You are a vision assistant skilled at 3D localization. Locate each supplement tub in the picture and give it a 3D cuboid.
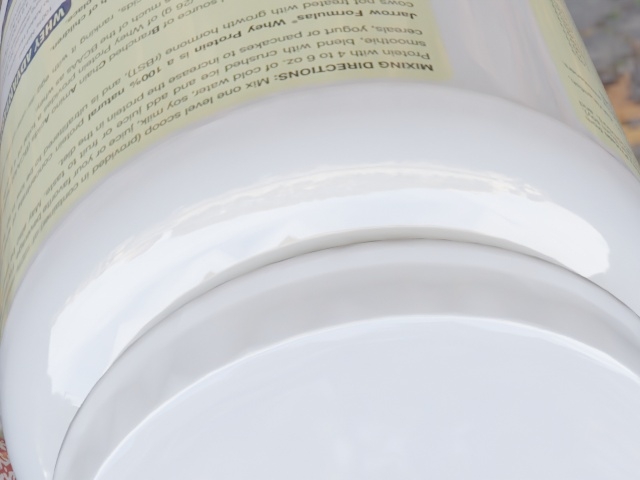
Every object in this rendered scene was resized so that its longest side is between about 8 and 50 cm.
[{"bbox_3d":[0.000,0.000,0.702,0.235,0.325,0.235,-4,128,-6],"label":"supplement tub"}]

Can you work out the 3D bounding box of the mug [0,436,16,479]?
[{"bbox_3d":[-0.277,0.181,1.442,0.113,0.150,0.169,26,-178,8],"label":"mug"}]
